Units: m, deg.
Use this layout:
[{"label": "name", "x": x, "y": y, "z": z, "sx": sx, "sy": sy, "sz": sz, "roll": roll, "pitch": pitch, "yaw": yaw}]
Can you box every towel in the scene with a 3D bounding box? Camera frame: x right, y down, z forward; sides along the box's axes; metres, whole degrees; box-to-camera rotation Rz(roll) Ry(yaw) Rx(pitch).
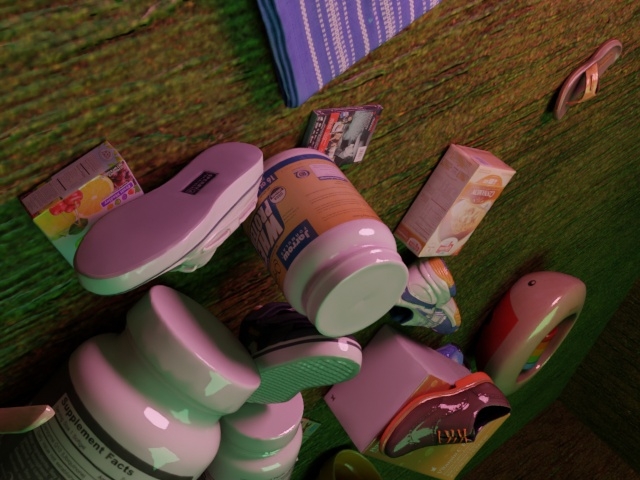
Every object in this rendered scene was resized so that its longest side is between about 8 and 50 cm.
[{"label": "towel", "x": 0.073, "y": -0.304, "z": 0.705, "sx": 0.336, "sy": 0.040, "sz": 0.243, "roll": -38, "pitch": 150, "yaw": -13}]

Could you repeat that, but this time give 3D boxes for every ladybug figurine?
[{"label": "ladybug figurine", "x": 0.549, "y": 0.251, "z": 1.849, "sx": 0.305, "sy": 0.162, "sz": 0.450, "roll": -18, "pitch": 140, "yaw": -39}]

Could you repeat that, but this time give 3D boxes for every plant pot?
[{"label": "plant pot", "x": 0.040, "y": 0.664, "z": 1.714, "sx": 0.188, "sy": 0.205, "sz": 0.205, "roll": -41, "pitch": 154, "yaw": 24}]

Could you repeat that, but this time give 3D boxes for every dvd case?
[{"label": "dvd case", "x": 0.024, "y": -0.133, "z": 0.879, "sx": 0.119, "sy": 0.013, "sz": 0.087, "roll": -14, "pitch": 138, "yaw": -40}]

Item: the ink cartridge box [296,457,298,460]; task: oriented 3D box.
[{"label": "ink cartridge box", "x": -0.138, "y": 0.506, "z": 1.436, "sx": 0.145, "sy": 0.045, "sz": 0.179, "roll": -23, "pitch": 162, "yaw": -35}]

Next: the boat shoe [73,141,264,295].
[{"label": "boat shoe", "x": -0.134, "y": -0.009, "z": 0.683, "sx": 0.258, "sy": 0.095, "sz": 0.084, "roll": -43, "pitch": 144, "yaw": -44}]

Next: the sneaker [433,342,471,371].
[{"label": "sneaker", "x": 0.332, "y": 0.371, "z": 1.764, "sx": 0.147, "sy": 0.130, "sz": 0.330, "roll": -34, "pitch": 148, "yaw": -14}]

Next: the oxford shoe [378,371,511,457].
[{"label": "oxford shoe", "x": 0.238, "y": 0.346, "z": 1.289, "sx": 0.271, "sy": 0.098, "sz": 0.097, "roll": -26, "pitch": 130, "yaw": -16}]

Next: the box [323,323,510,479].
[{"label": "box", "x": 0.213, "y": 0.358, "z": 1.462, "sx": 0.345, "sy": 0.168, "sz": 0.215, "roll": 31, "pitch": 101, "yaw": -41}]

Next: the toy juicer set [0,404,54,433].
[{"label": "toy juicer set", "x": -0.385, "y": 0.299, "z": 0.688, "sx": 0.089, "sy": 0.209, "sz": 0.329, "roll": 42, "pitch": 68, "yaw": -39}]

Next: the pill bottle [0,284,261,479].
[{"label": "pill bottle", "x": -0.251, "y": 0.243, "z": 0.802, "sx": 0.363, "sy": 0.210, "sz": 0.210, "roll": -48, "pitch": 150, "yaw": 3}]

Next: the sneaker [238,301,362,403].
[{"label": "sneaker", "x": -0.045, "y": 0.140, "z": 0.930, "sx": 0.126, "sy": 0.128, "sz": 0.321, "roll": 14, "pitch": 155, "yaw": -22}]

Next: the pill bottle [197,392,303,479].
[{"label": "pill bottle", "x": -0.119, "y": 0.354, "z": 1.150, "sx": 0.160, "sy": 0.160, "sz": 0.283, "roll": -21, "pitch": 142, "yaw": -36}]

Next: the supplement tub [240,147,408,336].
[{"label": "supplement tub", "x": 0.000, "y": 0.000, "z": 0.808, "sx": 0.144, "sy": 0.200, "sz": 0.144, "roll": -22, "pitch": 143, "yaw": -18}]

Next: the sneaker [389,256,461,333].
[{"label": "sneaker", "x": 0.195, "y": 0.119, "z": 1.336, "sx": 0.130, "sy": 0.112, "sz": 0.296, "roll": -26, "pitch": 148, "yaw": 2}]

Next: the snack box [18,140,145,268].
[{"label": "snack box", "x": -0.222, "y": -0.020, "z": 0.687, "sx": 0.100, "sy": 0.037, "sz": 0.141, "roll": -37, "pitch": 149, "yaw": -15}]

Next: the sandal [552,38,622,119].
[{"label": "sandal", "x": 0.489, "y": -0.288, "z": 1.229, "sx": 0.180, "sy": 0.049, "sz": 0.072, "roll": -45, "pitch": 150, "yaw": -1}]

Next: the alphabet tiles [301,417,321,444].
[{"label": "alphabet tiles", "x": -0.110, "y": 0.442, "z": 1.421, "sx": 0.198, "sy": 0.009, "sz": 0.237, "roll": -46, "pitch": 151, "yaw": 2}]

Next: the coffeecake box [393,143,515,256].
[{"label": "coffeecake box", "x": 0.229, "y": -0.064, "z": 1.162, "sx": 0.142, "sy": 0.068, "sz": 0.186, "roll": -2, "pitch": 129, "yaw": -52}]
